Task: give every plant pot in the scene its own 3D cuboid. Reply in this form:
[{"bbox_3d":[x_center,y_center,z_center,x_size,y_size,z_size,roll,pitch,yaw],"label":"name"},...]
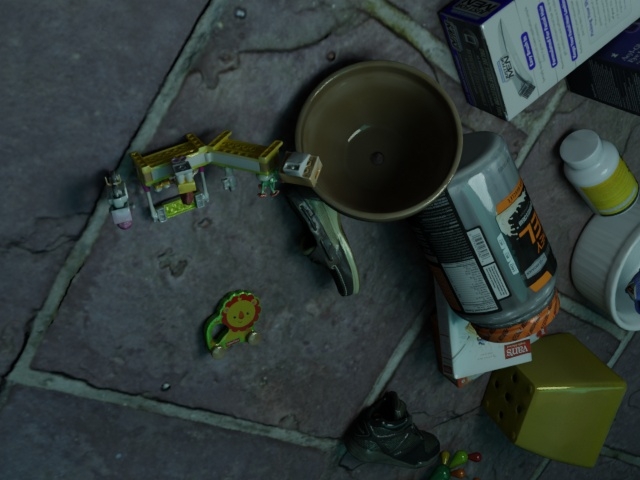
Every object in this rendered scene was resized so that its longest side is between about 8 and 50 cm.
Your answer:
[{"bbox_3d":[0.085,-0.134,1.155,0.237,0.237,0.110,-44,169,-6],"label":"plant pot"},{"bbox_3d":[0.467,0.327,1.639,0.187,0.212,0.212,6,112,-21],"label":"plant pot"}]

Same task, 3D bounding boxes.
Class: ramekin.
[{"bbox_3d":[0.657,0.037,1.638,0.277,0.135,0.277,-15,122,-27],"label":"ramekin"}]

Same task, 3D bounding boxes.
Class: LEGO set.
[{"bbox_3d":[-0.141,-0.071,1.062,0.286,0.132,0.107,-8,127,-4],"label":"LEGO set"}]

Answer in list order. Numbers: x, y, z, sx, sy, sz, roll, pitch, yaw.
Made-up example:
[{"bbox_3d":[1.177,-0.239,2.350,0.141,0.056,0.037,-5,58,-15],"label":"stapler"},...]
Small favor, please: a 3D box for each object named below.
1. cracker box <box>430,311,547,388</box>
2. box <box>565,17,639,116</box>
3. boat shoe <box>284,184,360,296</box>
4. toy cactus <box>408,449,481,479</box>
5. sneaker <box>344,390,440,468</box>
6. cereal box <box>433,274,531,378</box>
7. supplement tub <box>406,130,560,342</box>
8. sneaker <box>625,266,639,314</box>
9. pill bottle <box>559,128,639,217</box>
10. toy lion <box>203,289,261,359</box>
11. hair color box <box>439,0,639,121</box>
[{"bbox_3d":[0.335,0.166,1.541,0.232,0.067,0.156,-28,125,-18],"label":"cracker box"},{"bbox_3d":[0.533,-0.309,1.323,0.153,0.207,0.108,-41,129,-10],"label":"box"},{"bbox_3d":[0.000,0.000,1.232,0.073,0.080,0.224,-26,121,-12],"label":"boat shoe"},{"bbox_3d":[0.242,0.536,1.677,0.180,0.112,0.219,16,108,-18],"label":"toy cactus"},{"bbox_3d":[0.166,0.370,1.528,0.227,0.087,0.130,17,111,-33],"label":"sneaker"},{"bbox_3d":[0.296,0.118,1.434,0.173,0.047,0.240,-9,95,-21],"label":"cereal box"},{"bbox_3d":[0.263,-0.001,1.276,0.193,0.193,0.316,-34,112,-13],"label":"supplement tub"},{"bbox_3d":[0.668,0.120,1.561,0.087,0.083,0.221,-42,125,10],"label":"sneaker"},{"bbox_3d":[0.524,-0.129,1.482,0.103,0.103,0.184,-51,131,1],"label":"pill bottle"},{"bbox_3d":[-0.139,0.128,1.239,0.100,0.034,0.096,-21,117,-22],"label":"toy lion"},{"bbox_3d":[0.368,-0.369,1.250,0.339,0.110,0.185,-39,130,-12],"label":"hair color box"}]
